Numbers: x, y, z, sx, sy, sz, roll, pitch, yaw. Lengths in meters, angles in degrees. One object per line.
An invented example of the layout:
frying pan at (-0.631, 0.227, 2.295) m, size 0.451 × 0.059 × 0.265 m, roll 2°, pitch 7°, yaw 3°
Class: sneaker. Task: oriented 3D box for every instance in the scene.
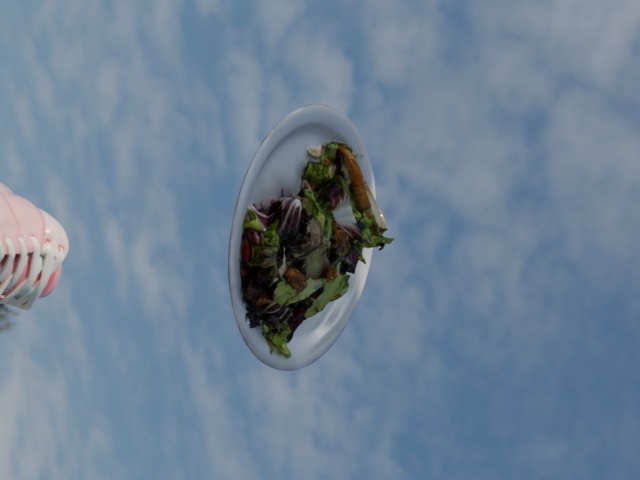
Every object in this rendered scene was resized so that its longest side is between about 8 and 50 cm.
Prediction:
sneaker at (-0.145, 0.006, 0.453) m, size 0.051 × 0.070 × 0.134 m, roll -51°, pitch -159°, yaw 4°

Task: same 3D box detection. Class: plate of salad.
plate of salad at (0.000, 0.000, 0.752) m, size 0.048 × 0.200 × 0.200 m, roll 10°, pitch -76°, yaw 31°
